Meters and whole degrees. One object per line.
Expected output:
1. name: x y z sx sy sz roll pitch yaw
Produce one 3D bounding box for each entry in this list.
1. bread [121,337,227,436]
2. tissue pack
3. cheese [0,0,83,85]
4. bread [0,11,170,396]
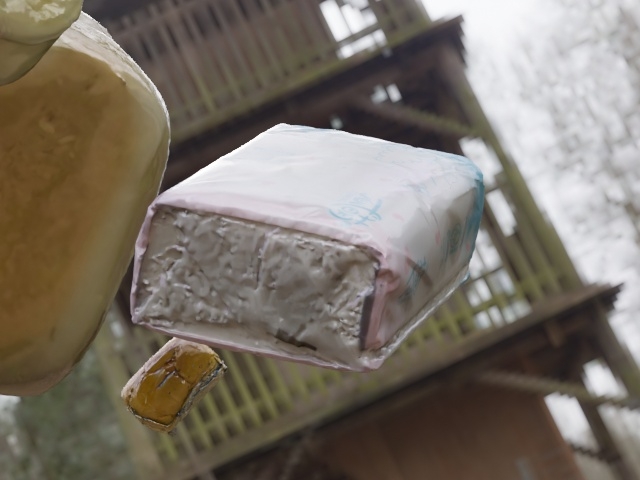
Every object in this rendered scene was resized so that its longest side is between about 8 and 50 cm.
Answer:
1. bread: -0.156 0.148 2.065 0.106 0.072 0.053 -46 -21 -13
2. tissue pack: -0.002 0.000 1.522 0.201 0.124 0.271 9 19 17
3. cheese: -0.291 -0.355 1.658 0.384 0.384 0.104 -17 -13 -38
4. bread: -0.333 -0.061 1.882 0.348 0.376 0.253 22 -1 -24
